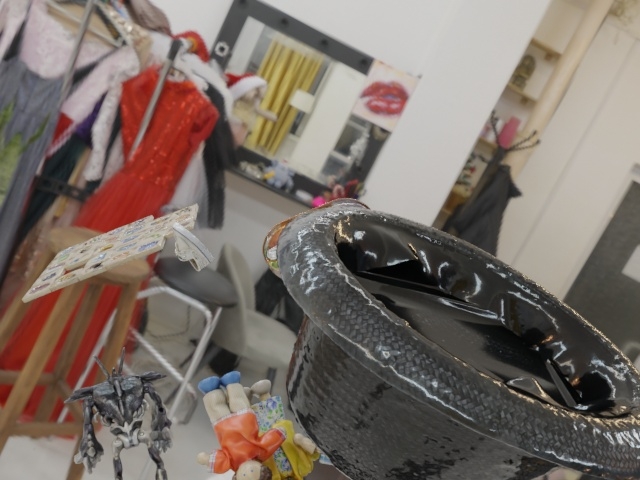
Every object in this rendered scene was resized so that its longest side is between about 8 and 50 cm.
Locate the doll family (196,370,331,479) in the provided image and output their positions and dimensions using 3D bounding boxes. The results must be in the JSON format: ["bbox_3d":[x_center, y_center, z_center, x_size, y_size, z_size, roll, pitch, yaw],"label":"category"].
[{"bbox_3d":[-0.002,0.211,0.766,0.118,0.263,0.163,84,-18,-52],"label":"doll family"}]

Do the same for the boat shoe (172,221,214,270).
[{"bbox_3d":[-0.175,0.012,0.917,0.035,0.035,0.100,36,-13,26],"label":"boat shoe"}]

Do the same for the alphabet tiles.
[{"bbox_3d":[-0.289,0.007,0.995,0.198,0.237,0.009,-108,177,-71],"label":"alphabet tiles"}]

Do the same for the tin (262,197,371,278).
[{"bbox_3d":[0.000,0.000,1.119,0.040,0.190,0.106,71,-3,-53],"label":"tin"}]

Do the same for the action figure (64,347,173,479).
[{"bbox_3d":[-0.305,0.311,1.086,0.164,0.141,0.275,-7,47,-24],"label":"action figure"}]

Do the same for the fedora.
[{"bbox_3d":[0.095,0.110,0.555,0.334,0.152,0.334,25,22,-11],"label":"fedora"}]
